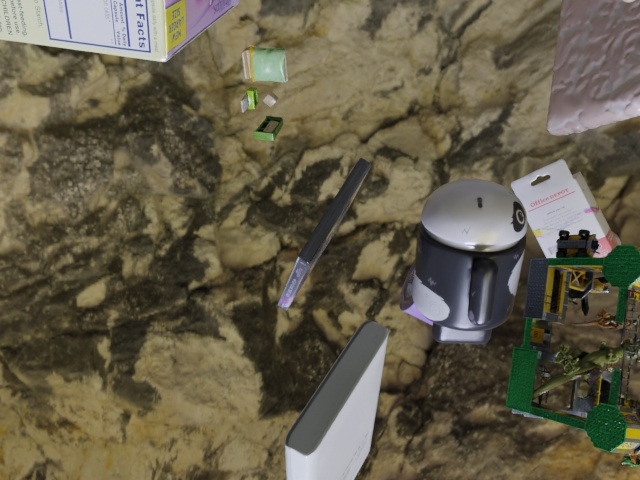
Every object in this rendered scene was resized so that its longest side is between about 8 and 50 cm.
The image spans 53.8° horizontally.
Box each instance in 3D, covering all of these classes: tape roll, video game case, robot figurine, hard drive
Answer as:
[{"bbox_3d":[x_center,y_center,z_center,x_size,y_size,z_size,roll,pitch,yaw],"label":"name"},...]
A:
[{"bbox_3d":[0.243,0.078,1.311,0.080,0.189,0.189,26,-136,-5],"label":"tape roll"},{"bbox_3d":[0.000,0.000,1.058,0.026,0.274,0.196,31,-113,1],"label":"video game case"},{"bbox_3d":[0.244,0.036,1.035,0.173,0.278,0.209,-18,-147,-32],"label":"robot figurine"},{"bbox_3d":[0.021,0.276,0.852,0.040,0.308,0.203,23,-132,21],"label":"hard drive"}]

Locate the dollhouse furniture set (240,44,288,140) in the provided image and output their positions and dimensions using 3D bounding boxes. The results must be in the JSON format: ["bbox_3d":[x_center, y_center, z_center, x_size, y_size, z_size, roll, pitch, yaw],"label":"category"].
[{"bbox_3d":[-0.099,-0.253,1.086,0.076,0.152,0.059,10,-139,15],"label":"dollhouse furniture set"}]

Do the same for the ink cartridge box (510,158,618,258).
[{"bbox_3d":[0.455,-0.049,1.182,0.067,0.115,0.198,-29,-88,-55],"label":"ink cartridge box"}]

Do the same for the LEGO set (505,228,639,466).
[{"bbox_3d":[0.435,0.160,0.951,0.192,0.255,0.331,14,-106,-29],"label":"LEGO set"}]

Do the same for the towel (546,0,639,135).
[{"bbox_3d":[0.483,-0.331,0.921,0.053,0.332,0.317,13,-99,-24],"label":"towel"}]

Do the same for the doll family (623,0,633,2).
[{"bbox_3d":[0.191,-0.275,0.375,0.118,0.263,0.163,3,-136,0],"label":"doll family"}]

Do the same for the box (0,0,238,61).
[{"bbox_3d":[-0.222,-0.271,0.595,0.242,0.117,0.213,10,-146,6],"label":"box"}]

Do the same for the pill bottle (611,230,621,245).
[{"bbox_3d":[0.671,0.013,1.568,0.160,0.087,0.087,3,-136,-41],"label":"pill bottle"}]
